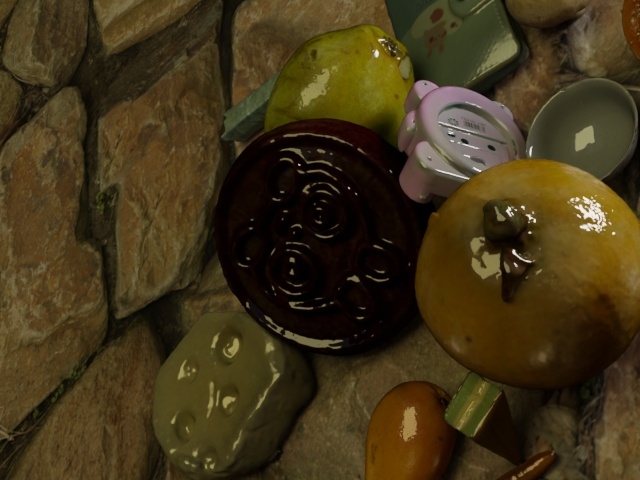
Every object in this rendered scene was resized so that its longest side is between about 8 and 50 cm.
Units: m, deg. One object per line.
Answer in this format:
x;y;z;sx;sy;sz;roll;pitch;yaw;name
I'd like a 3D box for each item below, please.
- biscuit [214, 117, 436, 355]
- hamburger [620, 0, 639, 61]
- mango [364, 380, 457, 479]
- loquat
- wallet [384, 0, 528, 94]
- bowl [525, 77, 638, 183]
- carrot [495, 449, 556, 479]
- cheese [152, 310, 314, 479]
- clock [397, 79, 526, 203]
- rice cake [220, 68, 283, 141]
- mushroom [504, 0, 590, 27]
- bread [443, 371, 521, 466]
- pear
0.000;0.000;1.817;0.408;0.091;0.407;6;105;22;biscuit
0.551;-0.347;1.607;0.237;0.147;0.236;-21;58;37;hamburger
0.133;0.323;1.679;0.145;0.112;0.219;25;98;46;mango
0.284;0.037;1.506;0.329;0.359;0.328;-11;62;21;loquat
0.239;-0.399;1.975;0.252;0.083;0.360;-37;49;31;wallet
0.418;-0.146;1.670;0.189;0.086;0.189;-22;55;36;bowl
0.244;0.379;1.589;0.248;0.043;0.043;-40;47;19;carrot
-0.161;0.276;1.965;0.326;0.115;0.317;-16;58;37;cheese
0.233;-0.147;1.746;0.247;0.228;0.090;-93;24;-45;clock
-0.118;-0.276;2.252;0.206;0.069;0.063;-34;51;29;rice cake
0.385;-0.427;1.816;0.166;0.127;0.166;-20;48;23;mushroom
0.254;0.259;1.575;0.074;0.139;0.084;29;86;50;bread
0.035;-0.233;1.938;0.321;0.269;0.269;-60;38;34;pear
